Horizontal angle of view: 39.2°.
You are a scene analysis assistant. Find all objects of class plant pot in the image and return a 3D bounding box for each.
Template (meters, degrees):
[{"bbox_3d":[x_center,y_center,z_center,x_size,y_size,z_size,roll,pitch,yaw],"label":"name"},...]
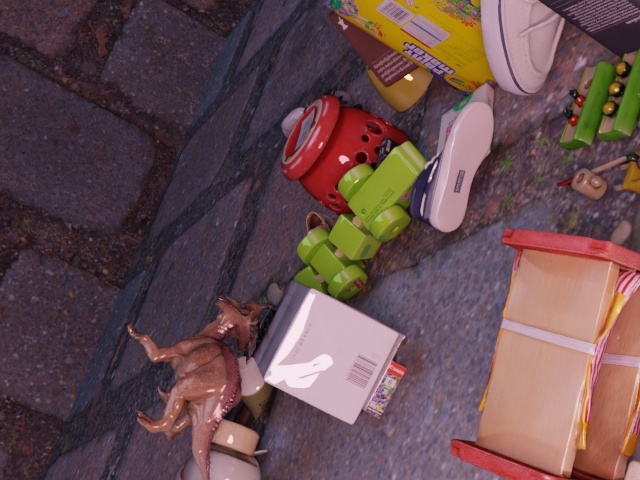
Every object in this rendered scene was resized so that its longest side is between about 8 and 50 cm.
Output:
[{"bbox_3d":[0.034,-0.151,1.599,0.191,0.174,0.191,-53,20,29],"label":"plant pot"},{"bbox_3d":[0.142,-0.321,1.672,0.134,0.095,0.134,-49,23,29],"label":"plant pot"}]

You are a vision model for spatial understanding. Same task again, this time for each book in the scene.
[{"bbox_3d":[0.222,-0.162,1.364,0.096,0.035,0.144,-37,29,41],"label":"book"}]

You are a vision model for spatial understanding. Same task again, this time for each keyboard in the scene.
[{"bbox_3d":[-0.154,0.265,1.659,0.317,0.033,0.201,-61,10,13],"label":"keyboard"}]

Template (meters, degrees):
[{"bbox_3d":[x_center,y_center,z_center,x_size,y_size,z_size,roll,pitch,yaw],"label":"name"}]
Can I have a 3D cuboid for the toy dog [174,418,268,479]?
[{"bbox_3d":[-0.139,0.379,1.407,0.220,0.161,0.333,-64,5,0],"label":"toy dog"}]

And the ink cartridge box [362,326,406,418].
[{"bbox_3d":[0.088,0.180,1.230,0.115,0.029,0.063,-61,19,-2],"label":"ink cartridge box"}]

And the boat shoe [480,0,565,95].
[{"bbox_3d":[0.306,-0.360,1.152,0.156,0.136,0.367,17,120,39],"label":"boat shoe"}]

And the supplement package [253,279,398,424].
[{"bbox_3d":[-0.001,0.148,1.266,0.139,0.134,0.244,-62,7,-3],"label":"supplement package"}]

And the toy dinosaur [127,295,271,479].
[{"bbox_3d":[-0.156,0.188,1.293,0.200,0.127,0.296,-20,45,4],"label":"toy dinosaur"}]

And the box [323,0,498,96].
[{"bbox_3d":[0.206,-0.424,1.367,0.177,0.290,0.279,-21,44,62],"label":"box"}]

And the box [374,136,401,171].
[{"bbox_3d":[0.125,-0.123,1.487,0.018,0.067,0.083,-38,30,48],"label":"box"}]

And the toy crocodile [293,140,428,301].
[{"bbox_3d":[0.064,-0.013,1.437,0.115,0.105,0.340,48,120,25],"label":"toy crocodile"}]

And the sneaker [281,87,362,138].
[{"bbox_3d":[0.007,-0.244,1.795,0.153,0.101,0.268,-57,-10,-8],"label":"sneaker"}]

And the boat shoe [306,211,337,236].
[{"bbox_3d":[0.000,0.000,1.641,0.063,0.059,0.170,-54,21,19],"label":"boat shoe"}]

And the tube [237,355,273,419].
[{"bbox_3d":[-0.103,0.239,1.478,0.070,0.062,0.240,-25,-17,-4],"label":"tube"}]

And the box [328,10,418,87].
[{"bbox_3d":[0.161,-0.405,1.539,0.203,0.167,0.168,-45,11,-26],"label":"box"}]

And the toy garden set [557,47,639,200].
[{"bbox_3d":[0.337,-0.133,0.995,0.244,0.049,0.204,-8,59,67],"label":"toy garden set"}]

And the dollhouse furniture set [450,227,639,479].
[{"bbox_3d":[0.289,0.122,0.650,0.374,0.152,0.201,12,86,52],"label":"dollhouse furniture set"}]

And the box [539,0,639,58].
[{"bbox_3d":[0.340,-0.324,1.022,0.153,0.207,0.108,-65,19,-13],"label":"box"}]

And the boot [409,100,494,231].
[{"bbox_3d":[0.180,-0.111,1.286,0.086,0.069,0.190,27,99,59],"label":"boot"}]
